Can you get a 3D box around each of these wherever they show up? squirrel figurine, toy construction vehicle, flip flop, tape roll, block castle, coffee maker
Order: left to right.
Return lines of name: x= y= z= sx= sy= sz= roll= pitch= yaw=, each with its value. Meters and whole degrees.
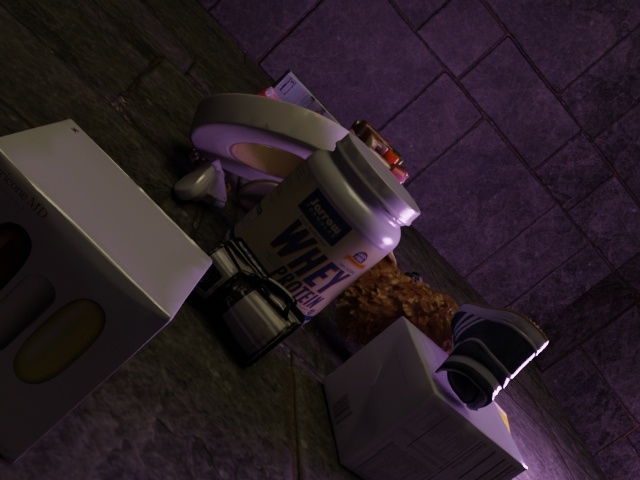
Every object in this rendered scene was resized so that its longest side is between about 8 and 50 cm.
toy construction vehicle: x=-0.247 y=-0.153 z=1.477 sx=0.098 sy=0.035 sz=0.086 roll=37 pitch=7 yaw=-48
coffee maker: x=-0.121 y=0.095 z=1.059 sx=0.178 sy=0.120 sz=0.171 roll=51 pitch=-9 yaw=5
tape roll: x=-0.091 y=-0.196 z=1.445 sx=0.391 sy=0.072 sz=0.392 roll=14 pitch=-11 yaw=3
flip flop: x=-0.079 y=-0.031 z=1.532 sx=0.277 sy=0.112 sz=0.080 roll=49 pitch=24 yaw=-22
block castle: x=0.133 y=-0.207 z=2.234 sx=0.213 sy=0.303 sz=0.453 roll=39 pitch=16 yaw=-15
squirrel figurine: x=0.190 y=0.159 z=1.465 sx=0.370 sy=0.281 sz=0.397 roll=49 pitch=3 yaw=32

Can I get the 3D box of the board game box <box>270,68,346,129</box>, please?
board game box: x=-0.076 y=-0.375 z=2.198 sx=0.303 sy=0.224 sz=0.097 roll=45 pitch=10 yaw=-19

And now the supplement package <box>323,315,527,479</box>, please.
supplement package: x=0.173 y=0.314 z=1.145 sx=0.262 sy=0.198 sz=0.199 roll=41 pitch=17 yaw=-27

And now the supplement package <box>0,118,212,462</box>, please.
supplement package: x=-0.245 y=0.038 z=0.588 sx=0.194 sy=0.203 sz=0.149 roll=46 pitch=14 yaw=-9

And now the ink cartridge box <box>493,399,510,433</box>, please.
ink cartridge box: x=0.394 y=0.435 z=1.791 sx=0.304 sy=0.072 sz=0.307 roll=49 pitch=12 yaw=0

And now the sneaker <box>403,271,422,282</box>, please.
sneaker: x=0.240 y=0.163 z=1.874 sx=0.293 sy=0.146 sz=0.102 roll=53 pitch=14 yaw=18

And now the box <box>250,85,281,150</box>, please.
box: x=-0.130 y=-0.273 z=1.790 sx=0.257 sy=0.128 sz=0.122 roll=59 pitch=-5 yaw=-17

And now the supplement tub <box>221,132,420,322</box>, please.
supplement tub: x=0.000 y=-0.020 z=1.248 sx=0.235 sy=0.325 sz=0.235 roll=45 pitch=14 yaw=-15

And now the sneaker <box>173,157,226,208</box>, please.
sneaker: x=-0.224 y=-0.101 z=1.329 sx=0.212 sy=0.080 sz=0.094 roll=-69 pitch=138 yaw=-71

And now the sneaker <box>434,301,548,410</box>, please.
sneaker: x=0.248 y=0.190 z=1.108 sx=0.099 sy=0.153 sz=0.282 roll=46 pitch=-11 yaw=-3
